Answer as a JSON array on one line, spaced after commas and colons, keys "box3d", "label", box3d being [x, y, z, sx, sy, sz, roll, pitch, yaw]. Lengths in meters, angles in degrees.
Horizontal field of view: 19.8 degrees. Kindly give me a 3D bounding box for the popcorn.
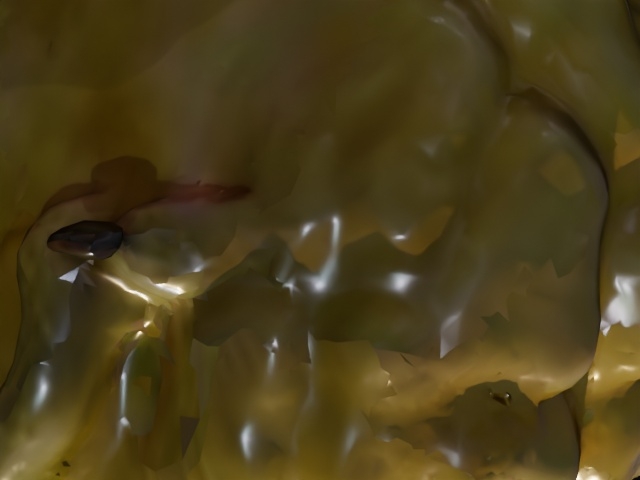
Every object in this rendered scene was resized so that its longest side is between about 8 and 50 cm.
[{"box3d": [0.000, 0.000, 0.707, 0.381, 0.349, 0.349, 30, 75, -54], "label": "popcorn"}]
